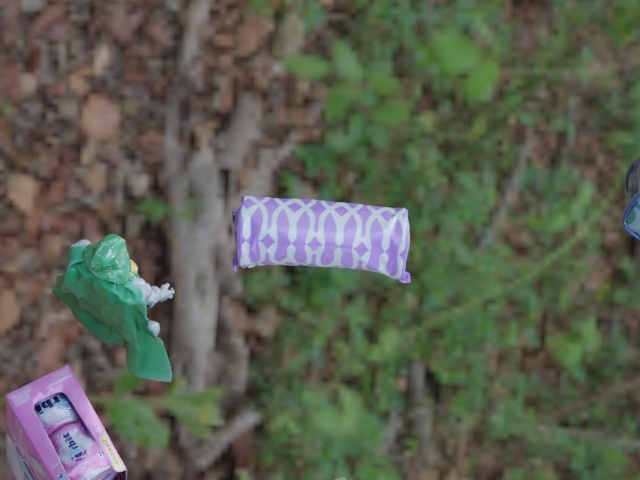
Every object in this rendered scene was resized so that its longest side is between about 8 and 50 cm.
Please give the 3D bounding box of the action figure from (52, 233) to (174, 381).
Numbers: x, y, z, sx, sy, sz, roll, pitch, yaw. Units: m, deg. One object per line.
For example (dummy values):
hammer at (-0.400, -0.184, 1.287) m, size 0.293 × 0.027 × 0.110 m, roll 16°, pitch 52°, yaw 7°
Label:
action figure at (-0.175, 0.044, 1.634) m, size 0.063 × 0.137 × 0.232 m, roll -56°, pitch 174°, yaw -16°

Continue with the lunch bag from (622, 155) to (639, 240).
lunch bag at (0.421, -0.065, 1.938) m, size 0.219 × 0.176 × 0.090 m, roll -60°, pitch -173°, yaw 39°

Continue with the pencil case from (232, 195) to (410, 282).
pencil case at (0.000, 0.000, 2.135) m, size 0.086 × 0.206 × 0.088 m, roll -81°, pitch 174°, yaw -68°

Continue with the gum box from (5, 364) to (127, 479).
gum box at (-0.222, 0.195, 1.668) m, size 0.062 × 0.107 × 0.188 m, roll -27°, pitch 161°, yaw -19°

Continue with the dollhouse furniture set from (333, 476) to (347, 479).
dollhouse furniture set at (-0.040, 0.291, 1.557) m, size 0.129 × 0.129 × 0.183 m, roll 60°, pitch 26°, yaw 12°
